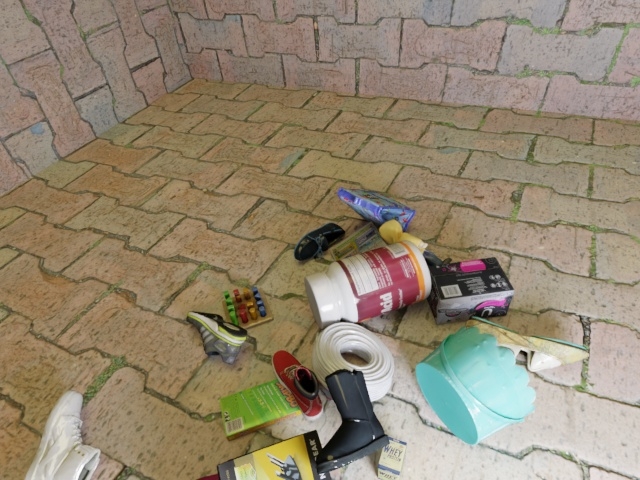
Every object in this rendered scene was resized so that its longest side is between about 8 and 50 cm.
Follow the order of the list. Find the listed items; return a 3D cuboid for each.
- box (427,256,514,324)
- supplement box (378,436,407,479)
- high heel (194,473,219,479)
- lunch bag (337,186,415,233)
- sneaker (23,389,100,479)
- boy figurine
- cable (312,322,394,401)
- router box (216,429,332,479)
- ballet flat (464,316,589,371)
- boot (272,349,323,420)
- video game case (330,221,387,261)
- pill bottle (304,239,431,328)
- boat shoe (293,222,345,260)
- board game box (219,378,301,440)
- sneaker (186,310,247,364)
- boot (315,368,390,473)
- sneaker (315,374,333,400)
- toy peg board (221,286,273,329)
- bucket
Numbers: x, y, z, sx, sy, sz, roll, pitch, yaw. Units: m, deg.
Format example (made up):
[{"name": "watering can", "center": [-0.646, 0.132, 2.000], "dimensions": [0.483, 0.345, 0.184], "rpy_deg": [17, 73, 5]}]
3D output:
[{"name": "box", "center": [0.503, 0.176, 1.443], "dimensions": [0.247, 0.142, 0.163], "rpy_deg": [-8, 43, 0]}, {"name": "supplement box", "center": [0.186, 0.571, 1.086], "dimensions": [0.056, 0.083, 0.083], "rpy_deg": [11, 44, 19]}, {"name": "high heel", "center": [-0.180, 0.620, 1.085], "dimensions": [0.377, 0.127, 0.181], "rpy_deg": [-4, -4, -24]}, {"name": "lunch bag", "center": [0.213, -0.131, 1.715], "dimensions": [0.221, 0.138, 0.293], "rpy_deg": [33, 13, 36]}, {"name": "sneaker", "center": [-0.695, 0.575, 1.192], "dimensions": [0.169, 0.108, 0.292], "rpy_deg": [-2, 52, 3]}, {"name": "boy figurine", "center": [0.348, 0.031, 1.595], "dimensions": [0.285, 0.177, 0.092], "rpy_deg": [39, 71, 15]}, {"name": "cable", "center": [0.101, 0.364, 1.276], "dimensions": [0.257, 0.089, 0.257], "rpy_deg": [16, 30, -1]}, {"name": "router box", "center": [-0.080, 0.626, 0.945], "dimensions": [0.243, 0.081, 0.308], "rpy_deg": [-11, 65, -22]}, {"name": "ballet flat", "center": [0.617, 0.337, 1.285], "dimensions": [0.349, 0.123, 0.123], "rpy_deg": [14, 46, 21]}, {"name": "boot", "center": [-0.073, 0.380, 1.219], "dimensions": [0.088, 0.176, 0.244], "rpy_deg": [-26, 45, -21]}, {"name": "video game case", "center": [0.154, 0.045, 1.653], "dimensions": [0.212, 0.023, 0.193], "rpy_deg": [-36, 42, 11]}, {"name": "pill bottle", "center": [0.158, 0.156, 1.448], "dimensions": [0.392, 0.224, 0.224], "rpy_deg": [-17, 43, -11]}, {"name": "boat shoe", "center": [0.000, 0.000, 1.730], "dimensions": [0.089, 0.109, 0.258], "rpy_deg": [24, 52, 37]}, {"name": "board game box", "center": [-0.164, 0.491, 1.258], "dimensions": [0.260, 0.039, 0.124], "rpy_deg": [-18, 43, -10]}, {"name": "sneaker", "center": [-0.371, 0.320, 1.418], "dimensions": [0.300, 0.111, 0.121], "rpy_deg": [14, 86, 45]}, {"name": "boot", "center": [0.050, 0.432, 1.031], "dimensions": [0.247, 0.094, 0.207], "rpy_deg": [4, 53, -46]}, {"name": "sneaker", "center": [0.048, 0.456, 1.261], "dimensions": [0.158, 0.064, 0.061], "rpy_deg": [29, 20, 20]}, {"name": "toy peg board", "center": [-0.273, 0.235, 1.526], "dimensions": [0.161, 0.079, 0.161], "rpy_deg": [-18, 43, -12]}, {"name": "bucket", "center": [0.405, 0.391, 1.133], "dimensions": [0.183, 0.281, 0.281], "rpy_deg": [-27, 46, -17]}]
